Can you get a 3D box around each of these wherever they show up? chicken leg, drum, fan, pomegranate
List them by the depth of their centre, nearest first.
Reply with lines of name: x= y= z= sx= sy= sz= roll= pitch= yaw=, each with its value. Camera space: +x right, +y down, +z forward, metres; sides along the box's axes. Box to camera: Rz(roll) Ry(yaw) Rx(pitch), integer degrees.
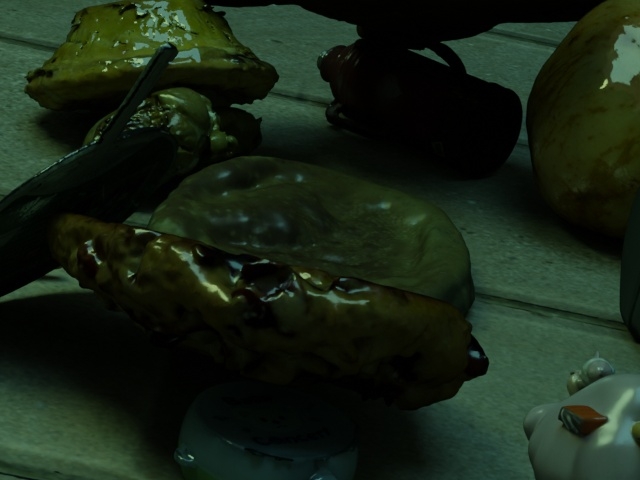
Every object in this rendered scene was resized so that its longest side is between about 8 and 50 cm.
drum: x=-0.011 y=0.161 z=1.223 sx=0.130 sy=0.049 sz=0.253 roll=3 pitch=22 yaw=-23
fan: x=-0.157 y=-0.038 z=1.398 sx=0.012 sy=0.294 sz=0.223 roll=53 pitch=20 yaw=12
chicken leg: x=-0.116 y=-0.090 z=1.754 sx=0.228 sy=0.103 sz=0.088 roll=-12 pitch=68 yaw=-49
pomegranate: x=0.304 y=-0.112 z=1.835 sx=0.248 sy=0.248 sz=0.248 roll=10 pitch=21 yaw=-4

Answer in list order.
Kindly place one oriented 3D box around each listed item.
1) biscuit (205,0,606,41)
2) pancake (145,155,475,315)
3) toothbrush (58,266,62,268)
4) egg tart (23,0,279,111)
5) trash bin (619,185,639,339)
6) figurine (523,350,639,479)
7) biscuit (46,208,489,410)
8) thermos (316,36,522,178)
biscuit: x=0.102 y=-0.259 z=1.855 sx=0.368 sy=0.076 sz=0.394 roll=-5 pitch=-7 yaw=39
pancake: x=0.000 y=0.000 z=1.645 sx=0.294 sy=0.049 sz=0.294 roll=11 pitch=22 yaw=-5
toothbrush: x=-0.373 y=0.003 z=1.470 sx=0.375 sy=0.028 sz=0.037 roll=3 pitch=28 yaw=-19
egg tart: x=-0.156 y=-0.168 z=1.834 sx=0.241 sy=0.106 sz=0.241 roll=-3 pitch=-2 yaw=0
trash bin: x=0.318 y=0.032 z=1.555 sx=0.101 sy=0.176 sz=0.236 roll=8 pitch=24 yaw=-14
figurine: x=0.203 y=0.138 z=1.326 sx=0.137 sy=0.112 sz=0.229 roll=23 pitch=9 yaw=8
biscuit: x=-0.038 y=0.051 z=1.345 sx=0.289 sy=0.081 sz=0.334 roll=18 pitch=-3 yaw=-25
thermos: x=0.082 y=-0.143 z=2.000 sx=0.232 sy=0.099 sz=0.124 roll=26 pitch=58 yaw=36
